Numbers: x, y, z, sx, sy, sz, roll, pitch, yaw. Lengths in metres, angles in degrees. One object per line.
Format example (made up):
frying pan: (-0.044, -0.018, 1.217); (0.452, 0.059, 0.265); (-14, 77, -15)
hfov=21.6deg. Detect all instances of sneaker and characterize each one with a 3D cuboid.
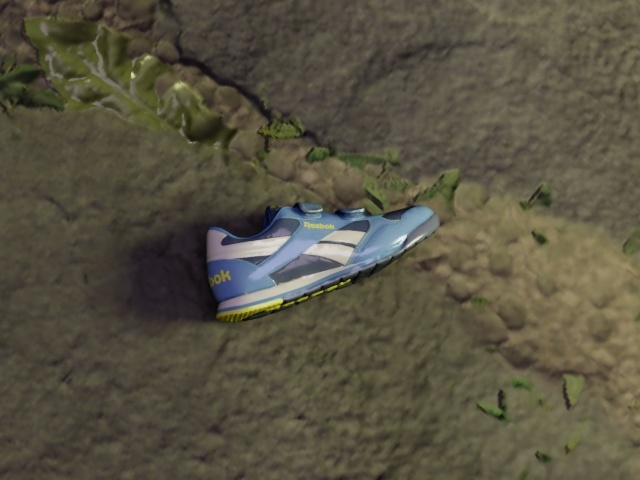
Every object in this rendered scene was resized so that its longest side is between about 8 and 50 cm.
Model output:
sneaker: (0.000, 0.000, 0.973); (0.144, 0.053, 0.059); (-18, 80, -15)
